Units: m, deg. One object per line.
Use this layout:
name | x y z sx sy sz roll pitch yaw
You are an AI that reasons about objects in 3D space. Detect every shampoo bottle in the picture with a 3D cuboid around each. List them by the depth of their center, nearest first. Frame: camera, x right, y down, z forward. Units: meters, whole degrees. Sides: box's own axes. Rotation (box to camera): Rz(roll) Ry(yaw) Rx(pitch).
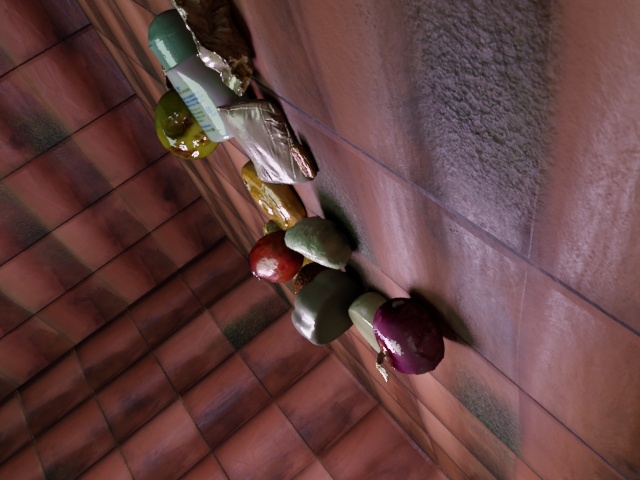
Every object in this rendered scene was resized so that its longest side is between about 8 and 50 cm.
shampoo bottle | -0.322 -0.444 1.421 0.349 0.151 0.222 57 162 -24

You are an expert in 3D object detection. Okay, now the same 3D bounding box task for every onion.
onion | 0.221 0.236 1.378 0.200 0.201 0.207 54 -161 -7

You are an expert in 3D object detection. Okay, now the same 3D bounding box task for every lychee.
lychee | -0.010 0.172 1.961 0.194 0.194 0.194 48 167 15

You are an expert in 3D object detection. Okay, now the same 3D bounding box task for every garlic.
garlic | -0.494 -0.560 1.843 0.174 0.099 0.124 77 167 -63

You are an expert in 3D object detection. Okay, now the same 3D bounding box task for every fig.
fig | -0.438 -0.406 1.762 0.271 0.240 0.239 54 170 30

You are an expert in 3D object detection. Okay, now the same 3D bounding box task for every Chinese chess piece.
Chinese chess piece | 0.199 0.279 1.694 0.250 0.101 0.250 48 167 15

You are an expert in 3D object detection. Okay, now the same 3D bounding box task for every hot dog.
hot dog | -0.039 -0.206 1.359 0.049 0.037 0.122 25 158 40

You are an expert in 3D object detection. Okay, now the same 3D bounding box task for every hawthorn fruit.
hawthorn fruit | -0.147 0.042 1.917 0.189 0.190 0.251 49 127 13

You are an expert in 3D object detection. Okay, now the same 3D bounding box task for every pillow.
pillow | -0.141 -0.251 1.389 0.174 0.067 0.270 -4 134 26

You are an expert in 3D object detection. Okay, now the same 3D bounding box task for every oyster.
oyster | -0.233 -0.460 1.172 0.166 0.110 0.341 46 170 47

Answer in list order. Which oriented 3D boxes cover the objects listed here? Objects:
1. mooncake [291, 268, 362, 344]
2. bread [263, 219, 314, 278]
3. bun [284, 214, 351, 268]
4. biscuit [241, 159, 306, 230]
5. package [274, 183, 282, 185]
mooncake | 0.024 0.220 1.783 0.135 0.275 0.274 34 159 35
bread | -0.136 0.026 2.126 0.257 0.124 0.186 55 167 -7
bun | 0.000 0.000 1.571 0.204 0.126 0.212 26 174 -3
biscuit | -0.167 -0.148 1.818 0.296 0.102 0.296 46 166 15
package | -0.145 -0.253 1.537 0.203 0.062 0.251 56 163 -21
